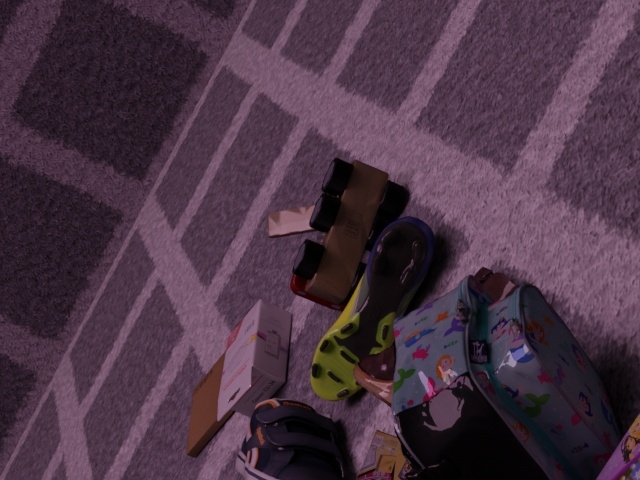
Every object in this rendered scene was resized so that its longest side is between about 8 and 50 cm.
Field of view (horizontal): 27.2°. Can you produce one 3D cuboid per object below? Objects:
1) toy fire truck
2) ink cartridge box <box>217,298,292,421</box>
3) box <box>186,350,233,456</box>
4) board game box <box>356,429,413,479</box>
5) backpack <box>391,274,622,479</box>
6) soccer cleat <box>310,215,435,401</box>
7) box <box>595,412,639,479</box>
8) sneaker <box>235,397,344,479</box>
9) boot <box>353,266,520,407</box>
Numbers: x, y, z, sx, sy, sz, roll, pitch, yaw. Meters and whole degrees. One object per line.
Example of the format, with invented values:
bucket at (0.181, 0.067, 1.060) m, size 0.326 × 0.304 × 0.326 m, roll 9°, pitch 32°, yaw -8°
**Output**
toy fire truck at (0.000, 0.000, 2.076) m, size 0.246 × 0.159 × 0.217 m, roll 134°, pitch 156°, yaw -69°
ink cartridge box at (-0.109, 0.209, 2.178) m, size 0.115 × 0.067 × 0.198 m, roll -49°, pitch 22°, yaw 36°
box at (-0.177, 0.268, 2.346) m, size 0.201 × 0.021 × 0.164 m, roll -50°, pitch 23°, yaw 32°
board game box at (0.100, 0.320, 1.539) m, size 0.165 × 0.042 × 0.243 m, roll -66°, pitch 20°, yaw -8°
backpack at (0.174, 0.155, 1.299) m, size 0.191 × 0.225 × 0.253 m, roll -35°, pitch 21°, yaw 11°
soccer cleat at (0.080, 0.099, 1.847) m, size 0.289 × 0.093 × 0.121 m, roll -63°, pitch -12°, yaw 14°
box at (0.286, 0.264, 1.110) m, size 0.293 × 0.057 × 0.201 m, roll -60°, pitch 19°, yaw 11°
sneaker at (-0.039, 0.288, 1.809) m, size 0.127 × 0.126 × 0.321 m, roll -71°, pitch 18°, yaw -3°
boot at (0.150, 0.126, 1.641) m, size 0.207 × 0.090 × 0.248 m, roll -53°, pitch 17°, yaw -6°
